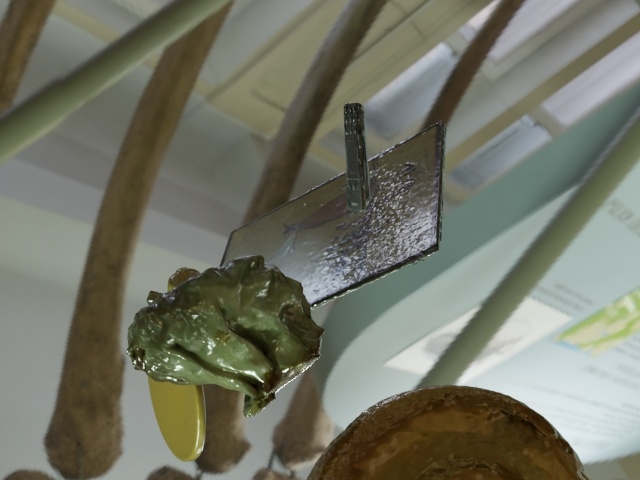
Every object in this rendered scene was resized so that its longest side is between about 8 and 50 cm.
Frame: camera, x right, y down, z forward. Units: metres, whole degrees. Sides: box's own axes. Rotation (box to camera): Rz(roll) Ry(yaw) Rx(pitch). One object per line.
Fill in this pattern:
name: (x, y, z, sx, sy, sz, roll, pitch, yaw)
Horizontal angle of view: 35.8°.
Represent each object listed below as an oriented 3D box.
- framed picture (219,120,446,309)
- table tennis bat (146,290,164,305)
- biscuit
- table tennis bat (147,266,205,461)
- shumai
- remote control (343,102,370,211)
framed picture: (0.000, 0.000, 1.170, 0.014, 0.338, 0.255, 50, -150, -25)
table tennis bat: (-0.139, 0.118, 1.549, 0.154, 0.274, 0.021, 87, -164, -64)
biscuit: (0.125, 0.271, 0.879, 0.296, 0.102, 0.297, 6, -111, -15)
table tennis bat: (-0.204, 0.176, 1.412, 0.050, 0.321, 0.198, -8, -142, -27)
shumai: (-0.088, 0.104, 0.968, 0.142, 0.184, 0.184, 60, -158, 8)
remote control: (0.033, -0.073, 0.871, 0.039, 0.014, 0.096, -164, 69, -72)
